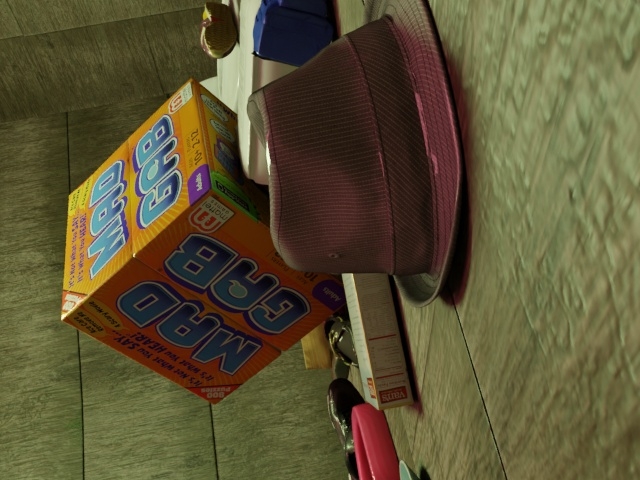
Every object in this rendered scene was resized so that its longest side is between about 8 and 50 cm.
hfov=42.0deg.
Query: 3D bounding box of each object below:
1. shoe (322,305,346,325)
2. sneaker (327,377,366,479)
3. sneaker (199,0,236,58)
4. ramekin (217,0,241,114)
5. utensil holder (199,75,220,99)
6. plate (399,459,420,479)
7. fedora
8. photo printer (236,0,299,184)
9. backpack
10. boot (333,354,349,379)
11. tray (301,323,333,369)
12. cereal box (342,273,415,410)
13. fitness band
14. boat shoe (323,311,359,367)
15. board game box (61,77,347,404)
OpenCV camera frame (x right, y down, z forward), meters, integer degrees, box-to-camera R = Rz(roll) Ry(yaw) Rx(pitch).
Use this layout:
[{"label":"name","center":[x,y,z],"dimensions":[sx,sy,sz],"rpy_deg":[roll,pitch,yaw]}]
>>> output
[{"label":"shoe","center":[0.025,0.137,1.725],"dimensions":[0.081,0.063,0.178],"rpy_deg":[-118,12,-75]},{"label":"sneaker","center":[0.070,0.362,1.545],"dimensions":[0.106,0.078,0.234],"rpy_deg":[96,160,-69]},{"label":"sneaker","center":[-0.206,-0.399,1.666],"dimensions":[0.186,0.069,0.084],"rpy_deg":[-96,17,-46]},{"label":"ramekin","center":[-0.137,-0.396,1.771],"dimensions":[0.273,0.127,0.273],"rpy_deg":[178,90,-73]},{"label":"utensil holder","center":[-0.194,-0.210,2.222],"dimensions":[0.327,0.327,0.386],"rpy_deg":[93,169,-77]},{"label":"plate","center":[0.123,0.346,0.961],"dimensions":[0.188,0.024,0.188],"rpy_deg":[170,90,-87]},{"label":"fedora","center":[0.014,-0.062,0.634],"dimensions":[0.275,0.124,0.244],"rpy_deg":[92,166,-77]},{"label":"photo printer","center":[-0.074,-0.270,1.329],"dimensions":[0.256,0.107,0.308],"rpy_deg":[-113,25,-68]},{"label":"backpack","center":[-0.032,-0.277,1.064],"dimensions":[0.120,0.097,0.101],"rpy_deg":[-107,36,-65]},{"label":"boot","center":[0.048,0.291,2.036],"dimensions":[0.114,0.037,0.107],"rpy_deg":[113,155,-83]},{"label":"tray","center":[-0.018,0.111,2.028],"dimensions":[0.411,0.076,0.203],"rpy_deg":[84,-175,-46]},{"label":"cereal box","center":[0.058,0.076,0.997],"dimensions":[0.173,0.047,0.240],"rpy_deg":[106,153,-83]},{"label":"fitness band","center":[0.097,0.392,1.323],"dimensions":[0.291,0.054,0.209],"rpy_deg":[-107,7,-56]},{"label":"boat shoe","center":[0.046,0.159,1.303],"dimensions":[0.228,0.068,0.081],"rpy_deg":[-135,35,-85]},{"label":"board game box","center":[-0.213,0.005,1.534],"dimensions":[0.356,0.356,0.356],"rpy_deg":[38,-158,-35]}]
